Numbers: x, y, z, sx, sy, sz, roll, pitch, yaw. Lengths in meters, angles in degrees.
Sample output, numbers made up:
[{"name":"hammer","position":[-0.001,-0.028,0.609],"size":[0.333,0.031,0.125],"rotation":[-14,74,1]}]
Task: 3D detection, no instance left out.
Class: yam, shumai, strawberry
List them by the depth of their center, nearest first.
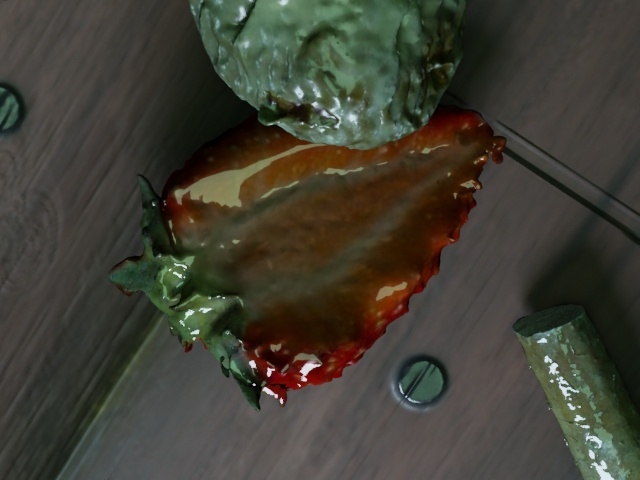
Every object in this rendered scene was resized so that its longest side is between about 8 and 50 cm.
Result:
[{"name":"shumai","position":[0.019,-0.153,0.713],"size":[0.184,0.142,0.184],"rotation":[3,64,-6]},{"name":"strawberry","position":[-0.006,-0.014,0.785],"size":[0.174,0.098,0.228],"rotation":[42,78,10]},{"name":"yam","position":[0.174,0.105,0.814],"size":[0.054,0.054,0.132],"rotation":[-26,97,7]}]
